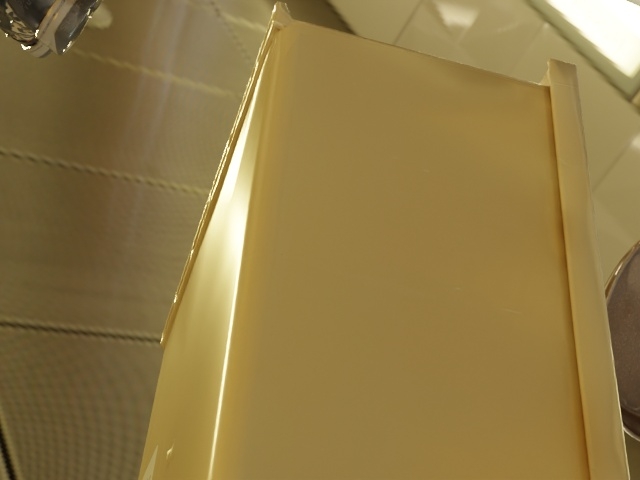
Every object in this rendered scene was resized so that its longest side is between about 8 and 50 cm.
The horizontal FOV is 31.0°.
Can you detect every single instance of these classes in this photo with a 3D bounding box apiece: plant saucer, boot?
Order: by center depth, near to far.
[{"bbox_3d":[0.248,0.059,0.798,0.168,0.168,0.029,16,-178,-31],"label":"plant saucer"},{"bbox_3d":[-0.391,-0.329,1.291,0.284,0.138,0.377,33,-177,-22],"label":"boot"}]

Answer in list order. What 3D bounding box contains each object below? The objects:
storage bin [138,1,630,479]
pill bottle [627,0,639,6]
[{"bbox_3d":[-0.003,0.095,0.444,0.123,0.260,0.262,14,-133,-10],"label":"storage bin"},{"bbox_3d":[0.165,-0.208,0.586,0.283,0.160,0.160,37,-156,33],"label":"pill bottle"}]
